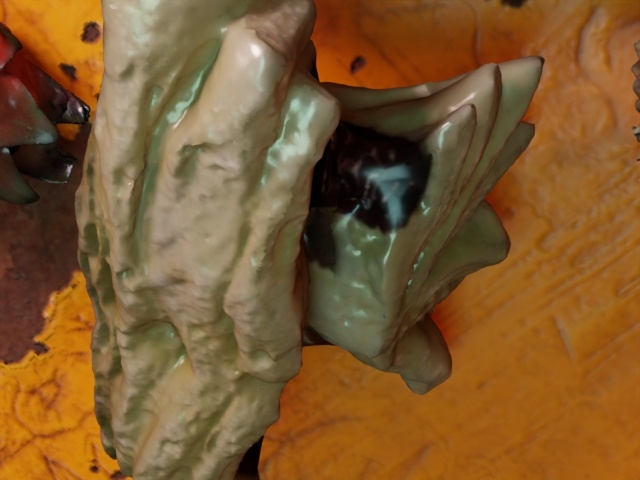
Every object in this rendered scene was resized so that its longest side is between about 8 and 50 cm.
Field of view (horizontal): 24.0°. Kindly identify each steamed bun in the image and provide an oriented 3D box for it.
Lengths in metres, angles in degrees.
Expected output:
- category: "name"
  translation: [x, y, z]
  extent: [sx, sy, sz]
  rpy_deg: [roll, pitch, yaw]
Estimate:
- category: "steamed bun"
  translation: [0.000, 0.000, 0.862]
  extent: [0.189, 0.247, 0.428]
  rpy_deg: [23, 137, 13]

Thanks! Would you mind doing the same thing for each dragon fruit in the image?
- category: "dragon fruit"
  translation: [-0.228, -0.083, 0.930]
  extent: [0.130, 0.121, 0.142]
  rpy_deg: [20, 151, 37]

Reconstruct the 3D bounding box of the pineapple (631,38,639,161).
- category: "pineapple"
  translation: [0.244, -0.084, 0.810]
  extent: [0.166, 0.166, 0.193]
  rpy_deg: [40, 133, -7]
